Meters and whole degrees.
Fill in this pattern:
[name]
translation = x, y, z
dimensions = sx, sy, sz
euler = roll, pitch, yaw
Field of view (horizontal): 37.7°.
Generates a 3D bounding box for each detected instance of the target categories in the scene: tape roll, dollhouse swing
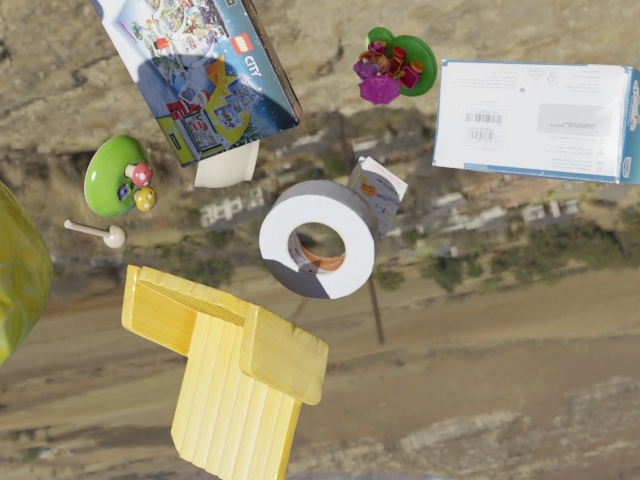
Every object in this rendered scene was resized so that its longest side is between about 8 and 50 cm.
[tape roll]
translation = 0.000, 0.000, 1.747
dimensions = 0.219, 0.219, 0.072
euler = -17, -159, 23
[dollhouse swing]
translation = -0.212, 0.259, 1.709
dimensions = 0.347, 0.305, 0.315
euler = 15, 167, 39

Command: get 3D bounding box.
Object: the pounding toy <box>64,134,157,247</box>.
[pounding toy]
translation = -0.408, -0.098, 1.989
dimensions = 0.110, 0.236, 0.183
euler = 21, 175, 26

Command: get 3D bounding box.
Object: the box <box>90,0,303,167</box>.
[box]
translation = -0.140, -0.214, 1.082
dimensions = 0.159, 0.233, 0.044
euler = -18, -153, 15

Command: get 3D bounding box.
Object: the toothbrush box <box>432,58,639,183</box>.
[toothbrush box]
translation = 0.296, -0.136, 1.119
dimensions = 0.216, 0.126, 0.295
euler = 9, -172, 31

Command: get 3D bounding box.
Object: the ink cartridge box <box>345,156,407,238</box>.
[ink cartridge box]
translation = 0.105, -0.092, 1.886
dimensions = 0.104, 0.181, 0.061
euler = 35, 144, -13

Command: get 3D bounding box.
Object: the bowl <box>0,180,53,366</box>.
[bowl]
translation = -0.339, -0.003, 0.609
dimensions = 0.290, 0.289, 0.156
euler = -11, 123, -2

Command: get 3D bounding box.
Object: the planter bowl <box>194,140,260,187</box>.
[planter bowl]
translation = -0.178, -0.175, 1.840
dimensions = 0.109, 0.162, 0.162
euler = 11, 162, -9

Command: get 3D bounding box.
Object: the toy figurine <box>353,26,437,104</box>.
[toy figurine]
translation = 0.122, -0.334, 1.848
dimensions = 0.159, 0.173, 0.130
euler = -39, 169, -47
